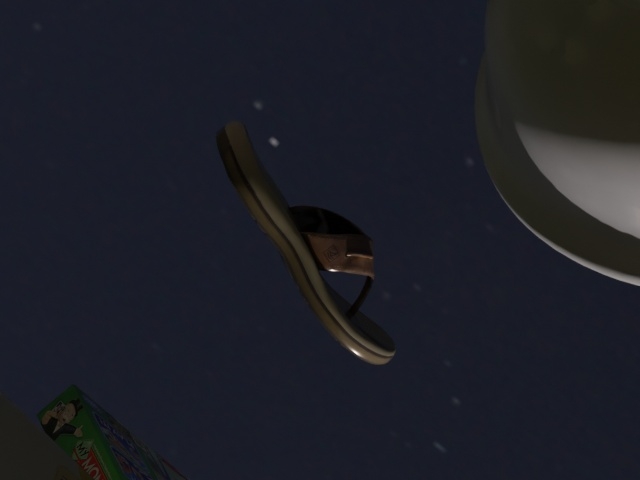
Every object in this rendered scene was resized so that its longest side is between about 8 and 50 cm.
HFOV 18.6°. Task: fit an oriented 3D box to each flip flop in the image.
[{"bbox_3d":[0.000,0.000,1.740,0.080,0.277,0.112,-32,-157,0],"label":"flip flop"}]

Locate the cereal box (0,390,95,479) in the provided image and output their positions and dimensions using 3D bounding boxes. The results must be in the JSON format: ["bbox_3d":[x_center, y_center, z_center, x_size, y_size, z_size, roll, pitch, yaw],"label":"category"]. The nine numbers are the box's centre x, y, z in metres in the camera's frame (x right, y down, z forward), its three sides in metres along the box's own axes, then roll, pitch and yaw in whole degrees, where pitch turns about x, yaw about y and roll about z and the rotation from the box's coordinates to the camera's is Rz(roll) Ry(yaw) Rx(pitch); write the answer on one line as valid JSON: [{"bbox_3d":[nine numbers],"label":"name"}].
[{"bbox_3d":[-0.176,0.081,0.657,0.047,0.240,0.173,-36,-163,29],"label":"cereal box"}]

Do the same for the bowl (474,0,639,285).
[{"bbox_3d":[0.203,-0.130,0.965,0.298,0.134,0.298,-12,-130,15],"label":"bowl"}]

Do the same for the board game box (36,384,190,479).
[{"bbox_3d":[-0.096,0.273,1.650,0.046,0.317,0.213,-42,-141,3],"label":"board game box"}]
